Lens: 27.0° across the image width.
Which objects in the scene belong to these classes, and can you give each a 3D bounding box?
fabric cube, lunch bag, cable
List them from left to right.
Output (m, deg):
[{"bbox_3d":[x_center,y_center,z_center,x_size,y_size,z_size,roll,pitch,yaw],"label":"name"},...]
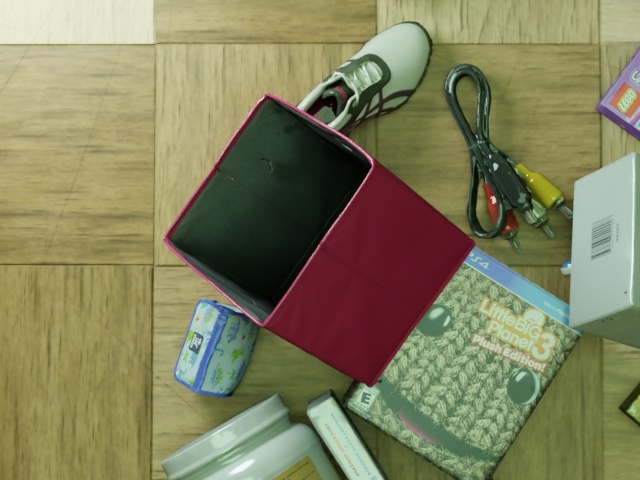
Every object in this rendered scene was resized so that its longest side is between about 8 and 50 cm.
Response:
[{"bbox_3d":[-0.149,0.154,1.912,0.096,0.151,0.128,19,89,2],"label":"lunch bag"},{"bbox_3d":[0.000,0.000,1.808,0.254,0.258,0.259,37,92,44],"label":"fabric cube"},{"bbox_3d":[0.249,-0.116,1.978,0.139,0.072,0.287,-33,75,17],"label":"cable"}]

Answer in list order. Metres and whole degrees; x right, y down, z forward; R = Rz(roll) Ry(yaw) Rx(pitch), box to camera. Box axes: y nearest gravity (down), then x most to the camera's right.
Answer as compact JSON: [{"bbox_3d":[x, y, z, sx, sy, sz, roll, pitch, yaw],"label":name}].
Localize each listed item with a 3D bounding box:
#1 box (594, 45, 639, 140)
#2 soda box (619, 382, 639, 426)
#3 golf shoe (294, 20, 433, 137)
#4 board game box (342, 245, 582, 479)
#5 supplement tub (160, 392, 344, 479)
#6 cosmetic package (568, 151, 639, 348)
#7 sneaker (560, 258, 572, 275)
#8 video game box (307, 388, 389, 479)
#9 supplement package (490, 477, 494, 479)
[{"bbox_3d":[0.572,-0.255,1.960,0.201,0.057,0.293,37,89,2],"label":"box"},{"bbox_3d":[0.518,0.197,1.942,0.061,0.058,0.181,40,89,2],"label":"soda box"},{"bbox_3d":[0.059,-0.218,1.941,0.273,0.120,0.105,-43,86,-2],"label":"golf shoe"},{"bbox_3d":[0.204,0.172,1.908,0.232,0.141,0.291,32,89,2],"label":"board game box"},{"bbox_3d":[-0.063,0.396,1.861,0.228,0.228,0.316,-30,87,0],"label":"supplement tub"},{"bbox_3d":[0.473,0.029,1.841,0.225,0.138,0.224,17,66,-23],"label":"cosmetic package"},{"bbox_3d":[0.407,-0.012,1.951,0.152,0.058,0.084,-26,93,-4],"label":"sneaker"},{"bbox_3d":[0.047,0.301,1.875,0.048,0.205,0.187,-30,88,-2],"label":"video game box"},{"bbox_3d":[0.188,0.426,1.916,0.179,0.105,0.105,-24,88,1],"label":"supplement package"}]
